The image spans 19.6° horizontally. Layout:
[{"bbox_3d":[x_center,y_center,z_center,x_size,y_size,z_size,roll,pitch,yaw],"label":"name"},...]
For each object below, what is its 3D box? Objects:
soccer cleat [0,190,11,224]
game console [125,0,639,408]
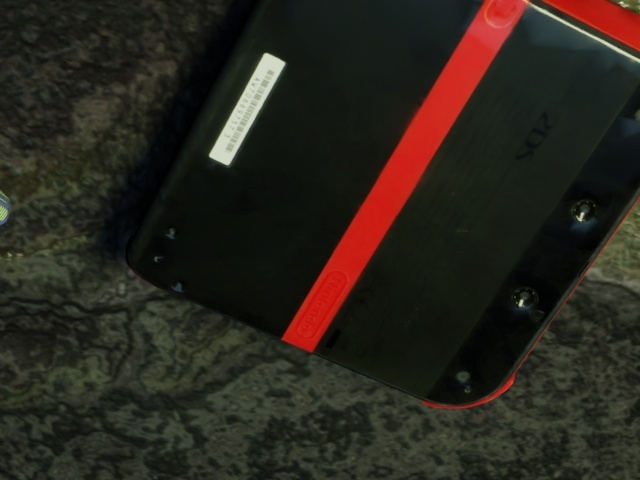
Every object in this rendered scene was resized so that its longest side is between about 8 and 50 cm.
[{"bbox_3d":[-0.355,0.044,1.547,0.121,0.093,0.289,22,129,-23],"label":"soccer cleat"},{"bbox_3d":[0.070,-0.056,1.448,0.342,0.060,0.387,25,121,-10],"label":"game console"}]
